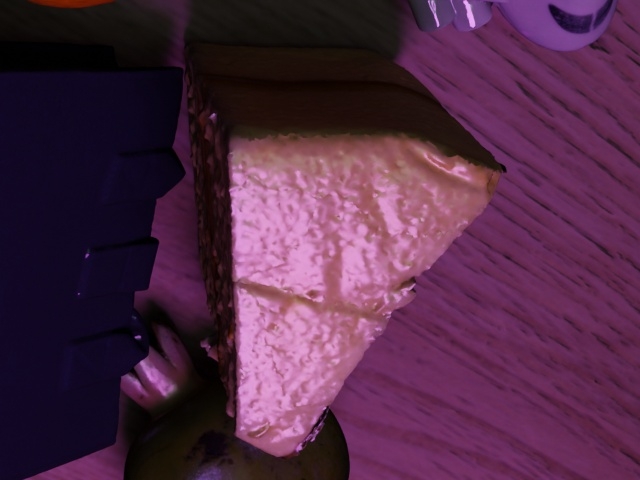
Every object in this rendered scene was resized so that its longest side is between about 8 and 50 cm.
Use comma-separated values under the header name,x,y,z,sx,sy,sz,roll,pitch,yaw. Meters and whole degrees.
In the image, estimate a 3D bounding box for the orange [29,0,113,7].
name,x,y,z,sx,sy,sz,roll,pitch,yaw
orange,-0.162,-0.235,0.841,0.178,0.155,0.177,5,83,-42

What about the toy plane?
name,x,y,z,sx,sy,sz,roll,pitch,yaw
toy plane,0.156,-0.248,0.967,0.252,0.118,0.252,-8,120,-14

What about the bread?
name,x,y,z,sx,sy,sz,roll,pitch,yaw
bread,0.000,0.000,0.950,0.198,0.263,0.236,1,112,-13

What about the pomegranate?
name,x,y,z,sx,sy,sz,roll,pitch,yaw
pomegranate,-0.087,0.164,1.065,0.187,0.187,0.225,-34,91,0

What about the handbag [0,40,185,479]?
name,x,y,z,sx,sy,sz,roll,pitch,yaw
handbag,-0.233,0.019,0.888,0.329,0.122,0.303,-12,118,-57
